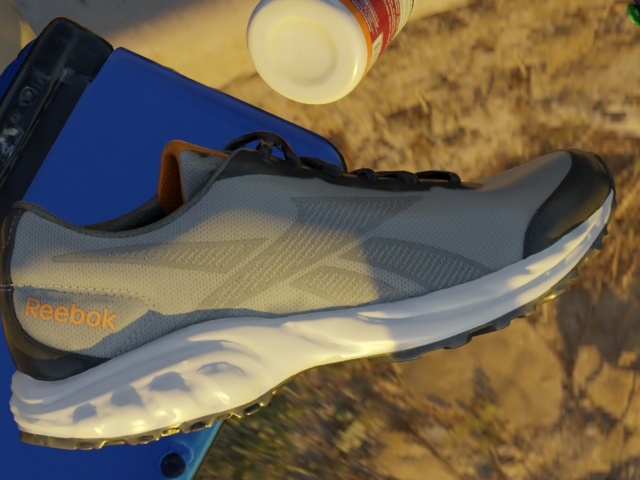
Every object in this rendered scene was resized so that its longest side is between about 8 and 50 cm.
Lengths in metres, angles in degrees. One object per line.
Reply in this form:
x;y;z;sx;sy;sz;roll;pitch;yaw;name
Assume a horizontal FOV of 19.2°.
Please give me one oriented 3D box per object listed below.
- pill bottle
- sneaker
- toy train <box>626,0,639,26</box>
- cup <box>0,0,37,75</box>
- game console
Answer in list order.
0.015;-0.163;1.296;0.086;0.086;0.152;12;35;18;pill bottle
0.000;0.000;0.759;0.271;0.100;0.108;-16;95;-22;sneaker
0.119;-0.073;0.645;0.017;0.024;0.083;-37;66;39;toy train
-0.361;-0.031;1.292;0.331;0.331;0.237;-5;45;8;cup
-0.150;0.046;1.038;0.173;0.250;0.293;31;79;-13;game console
